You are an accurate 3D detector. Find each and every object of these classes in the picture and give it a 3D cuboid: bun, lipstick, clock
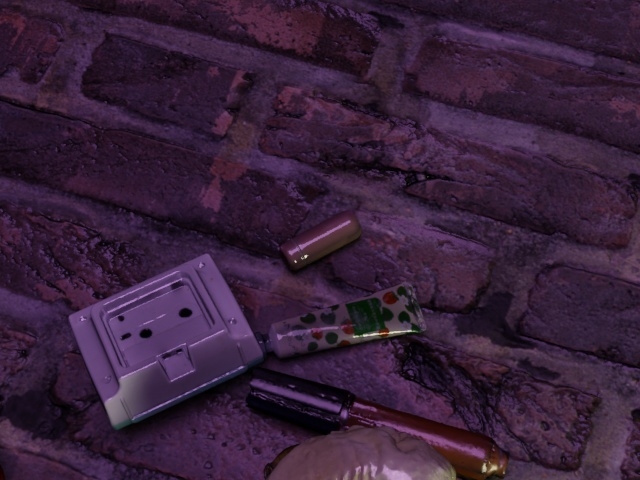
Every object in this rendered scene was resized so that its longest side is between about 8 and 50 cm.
[{"bbox_3d":[0.084,0.424,1.699,0.352,0.227,0.349,17,107,11],"label":"bun"},{"bbox_3d":[0.085,0.285,1.878,0.418,0.077,0.077,16,63,10],"label":"lipstick"},{"bbox_3d":[-0.253,0.143,1.927,0.262,0.116,0.231,-24,48,-10],"label":"clock"}]

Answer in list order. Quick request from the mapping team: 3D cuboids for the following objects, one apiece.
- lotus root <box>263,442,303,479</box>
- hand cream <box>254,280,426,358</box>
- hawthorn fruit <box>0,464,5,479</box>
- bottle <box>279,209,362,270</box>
[{"bbox_3d":[0.003,0.346,1.842,0.179,0.089,0.080,-2,76,-7],"label":"lotus root"},{"bbox_3d":[0.030,0.138,1.976,0.276,0.059,0.095,-14,63,-10],"label":"hand cream"},{"bbox_3d":[-0.643,0.390,1.759,0.285,0.285,0.369,37,78,20],"label":"hawthorn fruit"},{"bbox_3d":[0.000,0.000,2.052,0.140,0.053,0.053,-28,63,-13],"label":"bottle"}]
